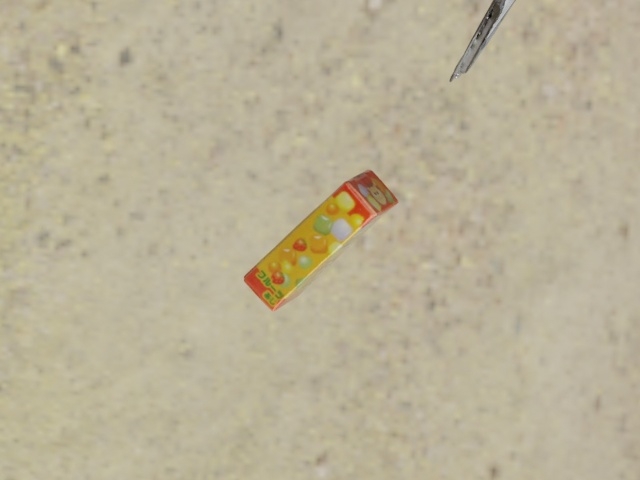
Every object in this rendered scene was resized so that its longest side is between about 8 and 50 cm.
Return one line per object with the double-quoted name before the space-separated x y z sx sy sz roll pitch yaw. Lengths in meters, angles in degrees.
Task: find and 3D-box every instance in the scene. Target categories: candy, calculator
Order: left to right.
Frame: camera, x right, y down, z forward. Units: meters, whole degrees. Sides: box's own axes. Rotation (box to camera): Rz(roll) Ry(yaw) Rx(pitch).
"candy" 0.000 0.000 1.366 0.038 0.122 0.062 49 21 4
"calculator" 0.219 -0.295 1.935 0.274 0.028 0.166 -57 179 -43
